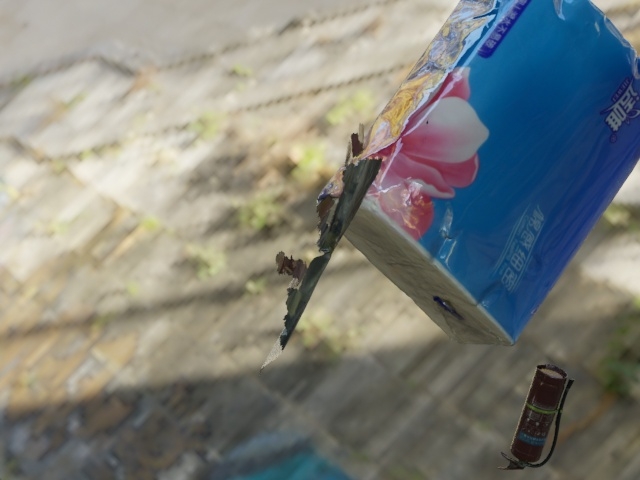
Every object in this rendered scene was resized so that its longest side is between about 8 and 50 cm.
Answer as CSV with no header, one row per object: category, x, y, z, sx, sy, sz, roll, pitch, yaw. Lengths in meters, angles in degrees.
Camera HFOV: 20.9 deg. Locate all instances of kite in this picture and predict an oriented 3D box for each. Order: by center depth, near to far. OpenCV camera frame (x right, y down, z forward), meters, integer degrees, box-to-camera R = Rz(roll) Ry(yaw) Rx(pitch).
kite,0.001,0.001,0.876,0.015,0.141,0.245,26,-8,5

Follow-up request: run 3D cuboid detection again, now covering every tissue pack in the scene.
tissue pack,0.155,-0.070,1.462,0.209,0.270,0.137,45,-20,-26

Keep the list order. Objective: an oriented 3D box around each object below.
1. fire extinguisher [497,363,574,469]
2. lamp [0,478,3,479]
fire extinguisher,0.240,0.202,1.931,0.056,0.132,0.039,16,19,5
lamp,-0.253,0.192,1.355,0.121,0.054,0.041,12,-61,22
